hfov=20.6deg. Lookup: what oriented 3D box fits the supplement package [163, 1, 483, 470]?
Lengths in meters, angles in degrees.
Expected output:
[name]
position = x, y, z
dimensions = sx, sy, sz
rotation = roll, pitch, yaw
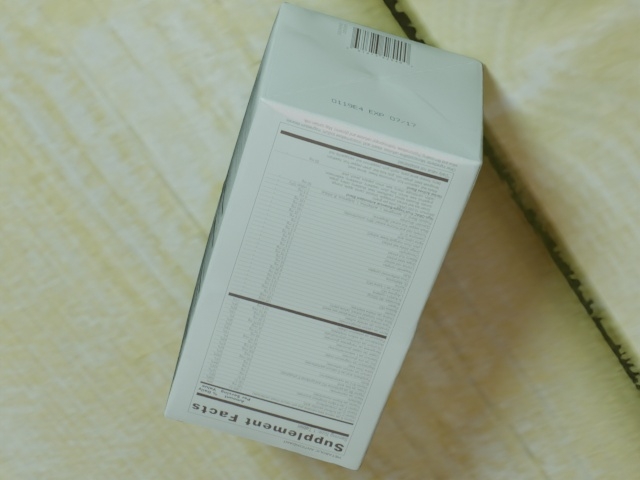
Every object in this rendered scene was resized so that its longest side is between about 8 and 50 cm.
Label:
[supplement package]
position = 0.000, 0.000, 1.112
dimensions = 0.139, 0.134, 0.244
rotation = 17, 122, -5
